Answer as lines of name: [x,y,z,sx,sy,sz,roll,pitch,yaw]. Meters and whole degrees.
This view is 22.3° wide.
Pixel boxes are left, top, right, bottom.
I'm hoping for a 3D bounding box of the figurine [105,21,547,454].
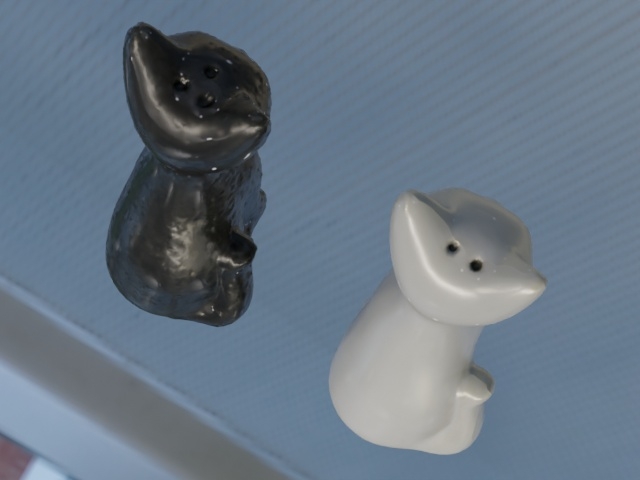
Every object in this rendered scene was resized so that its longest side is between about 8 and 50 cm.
figurine: [0.000,0.000,0.741,0.215,0.092,0.209,30,159,7]
